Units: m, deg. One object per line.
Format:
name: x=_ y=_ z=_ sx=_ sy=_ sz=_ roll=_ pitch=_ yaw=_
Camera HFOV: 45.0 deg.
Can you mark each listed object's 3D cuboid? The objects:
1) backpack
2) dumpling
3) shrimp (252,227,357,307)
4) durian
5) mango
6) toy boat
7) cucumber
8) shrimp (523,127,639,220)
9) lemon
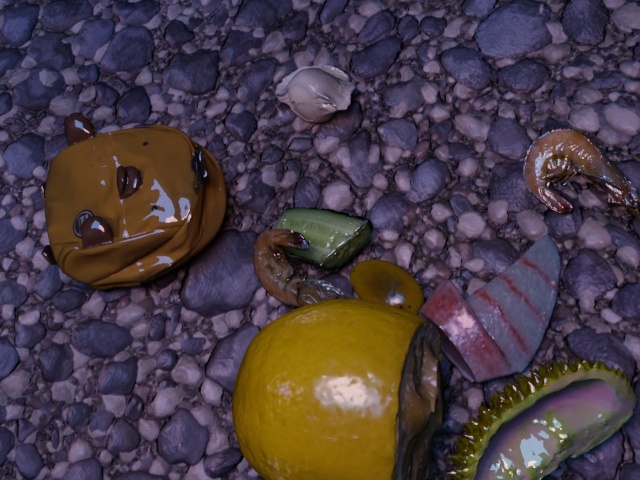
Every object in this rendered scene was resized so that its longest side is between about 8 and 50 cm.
backpack: x=-0.379 y=-0.085 z=1.550 sx=0.378 sy=0.201 sz=0.354 roll=-20 pitch=69 yaw=11
dumpling: x=-0.002 y=-0.306 z=1.585 sx=0.188 sy=0.108 sz=0.127 roll=22 pitch=50 yaw=36
shrimp: x=-0.011 y=0.065 z=1.396 sx=0.296 sy=0.169 sz=0.058 roll=16 pitch=39 yaw=34
durian: x=0.339 y=0.301 z=1.223 sx=0.352 sy=0.158 sz=0.169 roll=-36 pitch=76 yaw=-4
mango: x=0.117 y=0.091 z=1.409 sx=0.161 sy=0.076 sz=0.103 roll=38 pitch=90 yaw=33
toy boat: x=0.328 y=0.108 z=1.348 sx=0.282 sy=0.096 sz=0.206 roll=-37 pitch=70 yaw=-14
cucumber: x=0.000 y=0.000 z=1.474 sx=0.193 sy=0.086 sz=0.115 roll=16 pitch=73 yaw=27
shrimp: x=0.473 y=-0.101 z=1.398 sx=0.143 sy=0.052 sz=0.251 roll=-46 pitch=56 yaw=7
lemon: x=0.016 y=0.256 z=1.224 sx=0.364 sy=0.364 sz=0.364 roll=-6 pitch=68 yaw=14
